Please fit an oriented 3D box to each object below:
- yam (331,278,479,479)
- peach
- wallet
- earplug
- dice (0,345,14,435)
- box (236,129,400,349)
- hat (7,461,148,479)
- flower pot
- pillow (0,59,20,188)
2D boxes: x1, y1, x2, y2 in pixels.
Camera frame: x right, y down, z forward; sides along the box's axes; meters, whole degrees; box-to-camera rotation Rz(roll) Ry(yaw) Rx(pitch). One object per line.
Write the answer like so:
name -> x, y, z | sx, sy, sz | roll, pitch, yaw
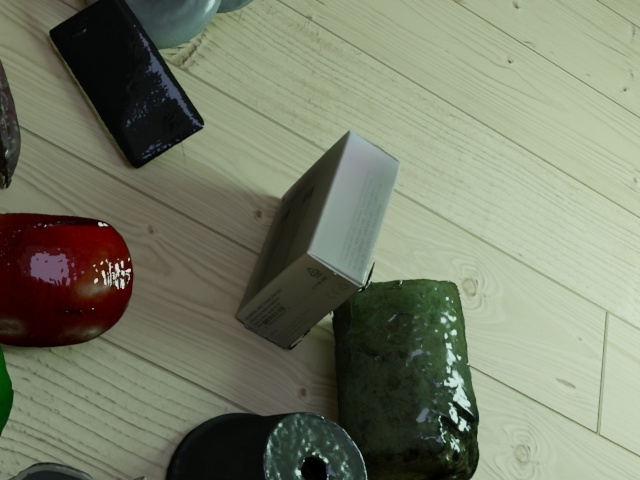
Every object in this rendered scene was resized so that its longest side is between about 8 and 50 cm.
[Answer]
yam -> 0.117, 0.202, 1.931 | 0.195, 0.195, 0.300 | 14, 54, -28
peach -> -0.358, 0.046, 1.714 | 0.267, 0.154, 0.159 | 11, 58, -31
wallet -> -0.279, -0.233, 1.992 | 0.124, 0.025, 0.244 | -32, 82, -8
earplug -> -0.210, -0.411, 2.115 | 0.325, 0.175, 0.214 | -30, 86, -33
dice -> -0.511, 0.145, 1.418 | 0.297, 0.300, 0.287 | 44, 47, 13
box -> 0.000, 0.000, 1.962 | 0.106, 0.203, 0.252 | 32, 49, -14
hat -> -0.288, 0.383, 1.603 | 0.226, 0.164, 0.219 | -2, 40, 8
flower pot -> -0.046, 0.318, 1.759 | 0.269, 0.166, 0.269 | 19, 51, -25
pillow -> -0.424, -0.166, 1.831 | 0.043, 0.118, 0.185 | -5, 68, -17
